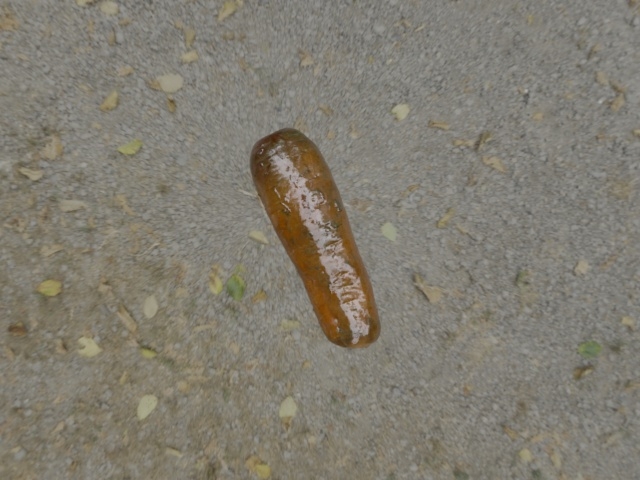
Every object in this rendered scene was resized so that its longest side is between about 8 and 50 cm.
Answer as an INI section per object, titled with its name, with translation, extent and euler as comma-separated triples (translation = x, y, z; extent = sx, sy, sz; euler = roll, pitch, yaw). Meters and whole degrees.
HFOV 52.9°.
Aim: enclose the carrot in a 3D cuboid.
[carrot]
translation = 0.000, 0.000, 0.500
extent = 0.060, 0.060, 0.186
euler = -24, 91, -3
